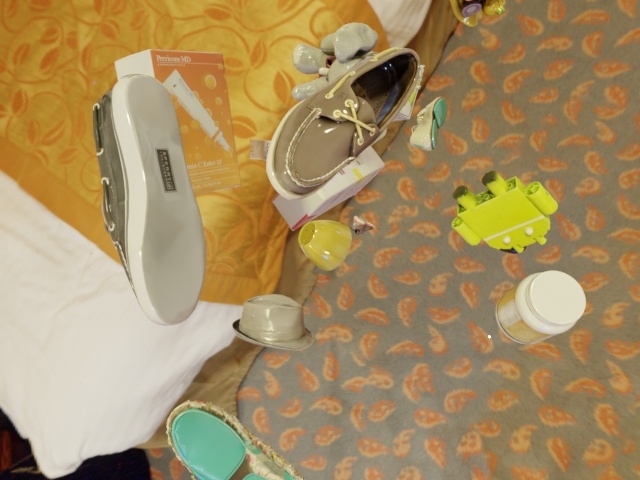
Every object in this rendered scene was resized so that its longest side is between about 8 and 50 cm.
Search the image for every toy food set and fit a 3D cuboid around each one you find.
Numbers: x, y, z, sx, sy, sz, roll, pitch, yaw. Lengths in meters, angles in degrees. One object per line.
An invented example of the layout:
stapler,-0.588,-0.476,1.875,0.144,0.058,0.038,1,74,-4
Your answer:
toy food set,0.324,-0.511,0.952,0.128,0.218,0.071,-37,58,13

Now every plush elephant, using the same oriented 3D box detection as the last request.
plush elephant,0.056,-0.358,1.121,0.330,0.255,0.271,-4,104,27

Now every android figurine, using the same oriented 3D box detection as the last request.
android figurine,0.467,-0.061,1.222,0.248,0.273,0.056,-27,35,40

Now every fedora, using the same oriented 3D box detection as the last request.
fedora,-0.145,0.247,1.541,0.275,0.244,0.124,10,99,25

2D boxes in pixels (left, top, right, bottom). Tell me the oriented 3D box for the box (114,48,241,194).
box,-0.359,-0.294,1.241,0.168,0.215,0.345,5,108,40

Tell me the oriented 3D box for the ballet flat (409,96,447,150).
ballet flat,0.314,-0.346,1.415,0.086,0.086,0.248,7,43,21

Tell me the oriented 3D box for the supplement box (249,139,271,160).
supplement box,-0.173,-0.284,1.514,0.098,0.036,0.062,8,103,18

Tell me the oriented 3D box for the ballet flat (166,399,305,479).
ballet flat,-0.110,0.286,0.633,0.091,0.077,0.241,-42,109,-6

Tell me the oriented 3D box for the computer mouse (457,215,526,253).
computer mouse,0.504,-0.024,1.426,0.071,0.041,0.242,-38,42,-9

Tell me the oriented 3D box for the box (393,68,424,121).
box,0.205,-0.480,1.595,0.290,0.087,0.169,17,92,66

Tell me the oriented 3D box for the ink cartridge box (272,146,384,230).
ink cartridge box,0.034,-0.232,1.950,0.160,0.385,0.279,54,142,4

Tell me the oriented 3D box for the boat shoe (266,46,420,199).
boat shoe,0.043,-0.183,0.708,0.097,0.116,0.324,-11,32,51

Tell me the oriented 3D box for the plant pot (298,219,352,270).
plant pot,0.000,0.000,1.236,0.134,0.095,0.134,-29,49,40

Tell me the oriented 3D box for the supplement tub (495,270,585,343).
supplement tub,0.517,0.160,1.141,0.144,0.199,0.144,0,68,-1

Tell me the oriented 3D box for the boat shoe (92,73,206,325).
boat shoe,-0.169,-0.034,0.445,0.076,0.080,0.228,-10,92,31

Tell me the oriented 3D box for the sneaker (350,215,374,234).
sneaker,0.156,-0.053,1.872,0.061,0.158,0.065,38,101,28
